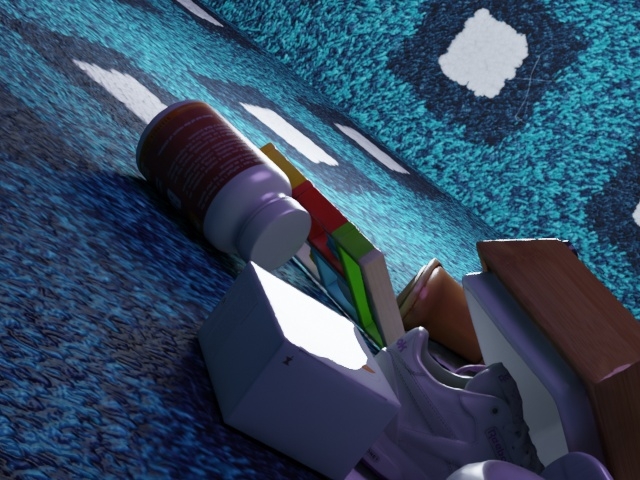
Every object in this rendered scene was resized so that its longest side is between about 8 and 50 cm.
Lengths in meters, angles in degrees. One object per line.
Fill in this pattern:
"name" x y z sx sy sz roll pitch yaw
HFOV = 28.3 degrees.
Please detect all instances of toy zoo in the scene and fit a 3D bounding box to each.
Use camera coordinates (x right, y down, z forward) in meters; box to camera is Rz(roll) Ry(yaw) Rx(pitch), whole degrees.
"toy zoo" 0.000 0.000 1.579 0.293 0.030 0.192 46 -17 38

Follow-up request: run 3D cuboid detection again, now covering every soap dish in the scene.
"soap dish" 0.254 0.154 1.233 0.229 0.118 0.291 56 -8 52

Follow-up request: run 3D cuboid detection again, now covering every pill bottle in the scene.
"pill bottle" -0.113 -0.063 1.501 0.216 0.121 0.121 43 13 29

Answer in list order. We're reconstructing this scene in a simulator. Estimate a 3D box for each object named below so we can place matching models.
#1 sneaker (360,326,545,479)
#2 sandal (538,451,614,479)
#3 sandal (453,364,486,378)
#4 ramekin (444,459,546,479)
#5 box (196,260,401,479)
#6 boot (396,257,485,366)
"sneaker" 0.158 0.206 1.157 0.305 0.152 0.114 39 10 7
"sandal" 0.263 0.307 1.071 0.076 0.102 0.265 -3 63 -50
"sandal" 0.214 0.195 1.489 0.169 0.102 0.416 41 12 22
"ramekin" 0.166 0.280 0.940 0.273 0.127 0.273 36 11 -8
"box" -0.024 0.114 1.130 0.130 0.091 0.170 32 12 -23
"boot" 0.205 0.138 1.753 0.220 0.109 0.283 43 5 11
